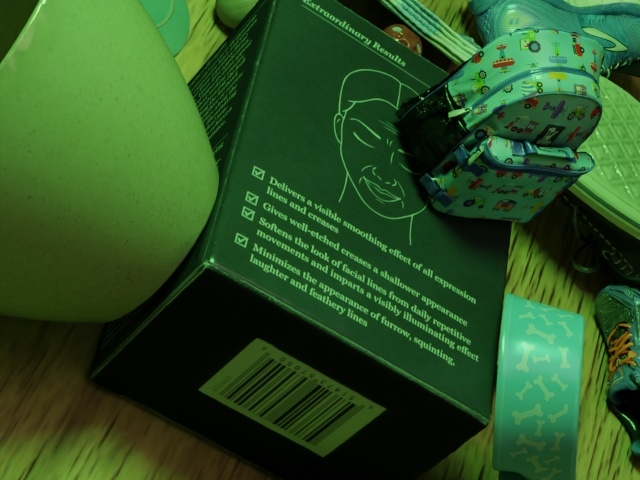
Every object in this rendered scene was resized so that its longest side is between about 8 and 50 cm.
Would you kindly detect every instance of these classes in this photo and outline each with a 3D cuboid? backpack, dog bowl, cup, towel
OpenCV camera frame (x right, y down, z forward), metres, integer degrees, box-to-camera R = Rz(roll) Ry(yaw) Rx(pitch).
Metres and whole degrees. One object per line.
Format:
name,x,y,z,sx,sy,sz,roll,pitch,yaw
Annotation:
backpack,0.179,-0.108,1.569,0.158,0.173,0.117,8,54,-37
dog bowl,0.199,0.176,1.601,0.074,0.297,0.166,4,48,8
cup,-0.224,-0.065,1.426,0.237,0.331,0.331,39,40,-25
towel,0.072,-0.285,1.971,0.285,0.034,0.209,37,8,-10

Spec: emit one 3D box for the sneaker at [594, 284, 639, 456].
sneaker,0.348,0.144,1.908,0.087,0.083,0.221,-1,55,-31

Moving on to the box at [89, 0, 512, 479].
box,0.000,0.000,1.624,0.293,0.212,0.395,31,44,-18

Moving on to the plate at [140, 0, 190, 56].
plate,-0.210,-0.261,1.797,0.188,0.024,0.188,23,46,-26

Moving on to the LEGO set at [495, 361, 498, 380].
LEGO set,0.184,0.134,1.819,0.083,0.023,0.054,49,10,29

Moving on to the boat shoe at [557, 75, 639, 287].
boat shoe,0.366,-0.022,1.993,0.500,0.156,0.187,37,44,-11

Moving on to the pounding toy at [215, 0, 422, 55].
pounding toy,0.019,-0.215,1.888,0.237,0.110,0.183,51,41,4

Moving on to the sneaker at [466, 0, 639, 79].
sneaker,0.318,-0.230,2.165,0.330,0.129,0.147,8,68,-32
